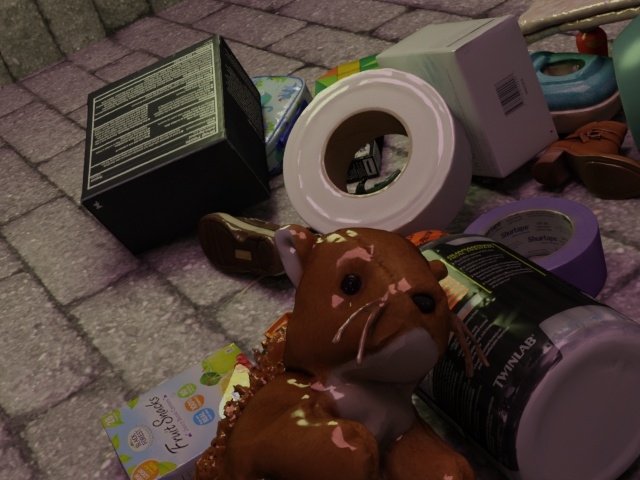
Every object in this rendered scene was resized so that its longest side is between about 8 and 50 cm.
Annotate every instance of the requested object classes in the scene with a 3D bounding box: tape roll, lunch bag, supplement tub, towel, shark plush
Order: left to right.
[{"bbox_3d":[-0.114,-0.227,1.938,0.176,0.090,0.219,5,54,35],"label":"lunch bag"},{"bbox_3d":[0.077,-0.072,1.628,0.161,0.067,0.073,-27,30,-12],"label":"shark plush"},{"bbox_3d":[0.087,-0.117,1.509,0.286,0.100,0.286,-8,69,22],"label":"tape roll"},{"bbox_3d":[0.199,0.119,1.096,0.207,0.207,0.338,-28,31,-14],"label":"supplement tub"},{"bbox_3d":[0.288,0.024,1.329,0.189,0.080,0.189,-16,29,9],"label":"tape roll"},{"bbox_3d":[0.529,-0.459,1.655,0.332,0.053,0.317,-47,25,-28],"label":"towel"}]

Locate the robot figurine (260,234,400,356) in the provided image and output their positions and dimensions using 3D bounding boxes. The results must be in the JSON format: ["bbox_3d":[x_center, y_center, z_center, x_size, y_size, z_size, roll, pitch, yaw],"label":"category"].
[{"bbox_3d":[0.045,0.107,1.331,0.291,0.085,0.211,-34,28,-23],"label":"robot figurine"}]

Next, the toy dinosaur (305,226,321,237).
[{"bbox_3d":[0.000,0.000,1.561,0.047,0.090,0.082,-19,61,-23],"label":"toy dinosaur"}]

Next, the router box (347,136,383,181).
[{"bbox_3d":[0.048,-0.168,1.828,0.133,0.046,0.179,-12,30,15],"label":"router box"}]

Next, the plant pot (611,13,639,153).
[{"bbox_3d":[0.560,-0.236,1.406,0.235,0.293,0.293,-14,29,26],"label":"plant pot"}]

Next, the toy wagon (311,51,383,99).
[{"bbox_3d":[0.076,-0.306,2.018,0.344,0.068,0.267,-14,30,10],"label":"toy wagon"}]

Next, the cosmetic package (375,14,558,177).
[{"bbox_3d":[0.238,-0.236,1.611,0.138,0.224,0.225,-33,21,-21],"label":"cosmetic package"}]

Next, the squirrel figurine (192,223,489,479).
[{"bbox_3d":[-0.004,0.171,0.955,0.281,0.370,0.397,9,-4,-18],"label":"squirrel figurine"}]

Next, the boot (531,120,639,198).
[{"bbox_3d":[0.444,-0.136,1.512,0.197,0.073,0.152,14,40,41],"label":"boot"}]

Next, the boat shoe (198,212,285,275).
[{"bbox_3d":[-0.106,0.008,1.609,0.095,0.095,0.257,-11,19,-35],"label":"boat shoe"}]

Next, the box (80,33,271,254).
[{"bbox_3d":[-0.266,-0.174,1.790,0.296,0.183,0.294,-21,46,15],"label":"box"}]

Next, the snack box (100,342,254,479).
[{"bbox_3d":[-0.157,0.241,1.249,0.207,0.070,0.174,-31,32,-14],"label":"snack box"}]

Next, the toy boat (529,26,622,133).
[{"bbox_3d":[0.431,-0.311,1.730,0.267,0.148,0.318,5,38,37],"label":"toy boat"}]
